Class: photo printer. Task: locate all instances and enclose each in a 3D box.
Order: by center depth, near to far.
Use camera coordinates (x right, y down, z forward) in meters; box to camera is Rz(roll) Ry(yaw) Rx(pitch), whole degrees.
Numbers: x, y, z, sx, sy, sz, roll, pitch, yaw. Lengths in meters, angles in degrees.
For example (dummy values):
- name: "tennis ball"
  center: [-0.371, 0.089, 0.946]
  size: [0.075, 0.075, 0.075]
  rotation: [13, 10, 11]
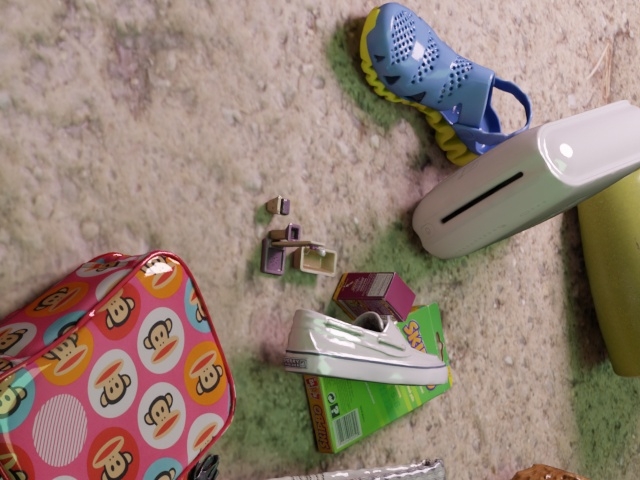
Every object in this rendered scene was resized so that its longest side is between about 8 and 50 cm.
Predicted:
- name: "photo printer"
  center: [0.285, -0.080, 1.641]
  size: [0.307, 0.256, 0.107]
  rotation: [-19, 80, -48]

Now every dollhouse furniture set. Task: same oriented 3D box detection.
- name: "dollhouse furniture set"
  center: [0.000, 0.000, 1.435]
  size: [0.114, 0.081, 0.091]
  rotation: [13, 79, -48]

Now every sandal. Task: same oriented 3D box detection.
- name: "sandal"
  center: [0.175, -0.213, 1.607]
  size: [0.317, 0.138, 0.126]
  rotation: [33, 66, -41]

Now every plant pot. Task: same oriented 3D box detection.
- name: "plant pot"
  center: [0.538, 0.027, 1.943]
  size: [0.275, 0.275, 0.293]
  rotation: [-30, 95, -46]

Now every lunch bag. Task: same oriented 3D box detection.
- name: "lunch bag"
  center: [-0.209, 0.173, 1.159]
  size: [0.293, 0.120, 0.258]
  rotation: [-41, 119, -42]

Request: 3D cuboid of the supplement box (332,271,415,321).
- name: "supplement box"
  center: [0.067, 0.070, 1.507]
  size: [0.055, 0.083, 0.043]
  rotation: [49, 54, -37]

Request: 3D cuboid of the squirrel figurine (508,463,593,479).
- name: "squirrel figurine"
  center: [0.372, 0.538, 1.750]
  size: [0.397, 0.281, 0.370]
  rotation: [25, 81, -29]

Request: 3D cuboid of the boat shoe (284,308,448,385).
- name: "boat shoe"
  center: [0.065, 0.128, 1.448]
  size: [0.258, 0.095, 0.084]
  rotation: [13, 80, -48]

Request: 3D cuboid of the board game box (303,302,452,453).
- name: "board game box"
  center: [0.079, 0.170, 1.553]
  size: [0.259, 0.039, 0.124]
  rotation: [-19, 101, -45]

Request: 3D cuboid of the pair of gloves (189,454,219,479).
- name: "pair of gloves"
  center: [-0.143, 0.248, 1.314]
  size: [0.083, 0.010, 0.074]
  rotation: [56, 50, -32]

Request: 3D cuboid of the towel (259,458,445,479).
- name: "towel"
  center: [0.013, 0.417, 1.358]
  size: [0.324, 0.056, 0.312]
  rotation: [-2, 89, -33]
